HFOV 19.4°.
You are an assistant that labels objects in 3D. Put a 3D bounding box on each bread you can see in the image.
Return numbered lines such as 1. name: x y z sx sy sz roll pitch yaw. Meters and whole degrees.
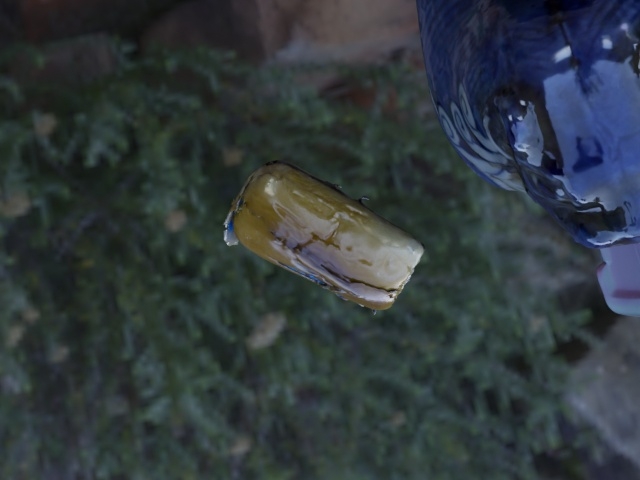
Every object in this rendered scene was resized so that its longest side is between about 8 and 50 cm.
1. bread: 0.000 0.000 1.033 0.106 0.053 0.072 28 153 -6

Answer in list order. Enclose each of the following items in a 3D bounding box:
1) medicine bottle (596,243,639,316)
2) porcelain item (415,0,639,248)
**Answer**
1. medicine bottle: 0.270 -0.021 1.161 0.188 0.094 0.119 -17 -179 -21
2. porcelain item: 0.074 -0.138 0.720 0.138 0.288 0.186 -14 -165 10
